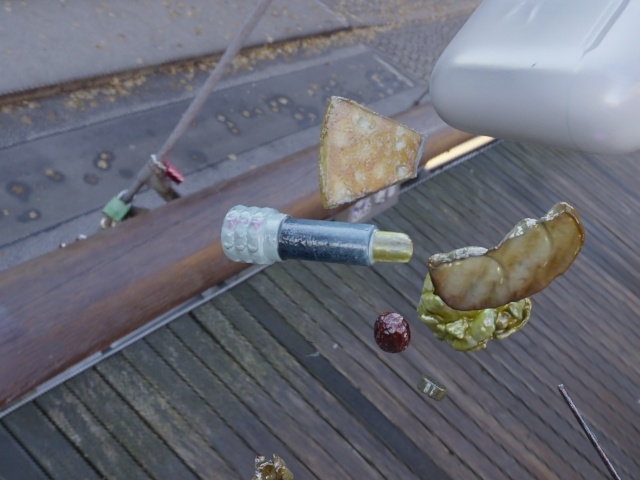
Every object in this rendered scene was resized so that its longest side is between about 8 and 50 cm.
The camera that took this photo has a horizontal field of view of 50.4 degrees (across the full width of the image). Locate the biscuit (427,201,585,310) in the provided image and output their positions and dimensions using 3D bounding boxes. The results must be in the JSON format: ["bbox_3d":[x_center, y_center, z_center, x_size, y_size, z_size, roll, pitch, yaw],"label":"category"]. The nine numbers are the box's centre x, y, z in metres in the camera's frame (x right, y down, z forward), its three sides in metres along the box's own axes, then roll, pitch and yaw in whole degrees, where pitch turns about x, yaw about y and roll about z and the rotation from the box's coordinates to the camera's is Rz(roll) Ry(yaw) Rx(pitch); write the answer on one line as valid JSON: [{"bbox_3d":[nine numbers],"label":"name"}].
[{"bbox_3d":[0.339,0.043,1.227,0.154,0.299,0.045,50,33,-23],"label":"biscuit"}]

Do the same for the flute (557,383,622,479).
[{"bbox_3d":[0.471,0.352,1.154,0.269,0.014,0.014,56,36,-10],"label":"flute"}]

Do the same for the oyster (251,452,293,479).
[{"bbox_3d":[-0.071,0.278,0.609,0.079,0.345,0.128,29,57,12],"label":"oyster"}]

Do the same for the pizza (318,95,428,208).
[{"bbox_3d":[0.077,-0.138,1.227,0.188,0.080,0.204,17,83,-8],"label":"pizza"}]

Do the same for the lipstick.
[{"bbox_3d":[0.000,0.000,0.404,0.116,0.037,0.037,5,32,21],"label":"lipstick"}]

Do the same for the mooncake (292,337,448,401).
[{"bbox_3d":[0.094,0.247,1.361,0.150,0.347,0.057,31,75,-32],"label":"mooncake"}]

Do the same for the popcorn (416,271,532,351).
[{"bbox_3d":[0.335,0.145,1.517,0.259,0.212,0.259,41,1,-1],"label":"popcorn"}]

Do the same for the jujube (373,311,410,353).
[{"bbox_3d":[0.142,0.178,1.333,0.077,0.129,0.077,-1,67,3],"label":"jujube"}]

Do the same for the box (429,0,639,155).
[{"bbox_3d":[0.328,-0.249,0.893,0.349,0.288,0.141,22,-22,50],"label":"box"}]
